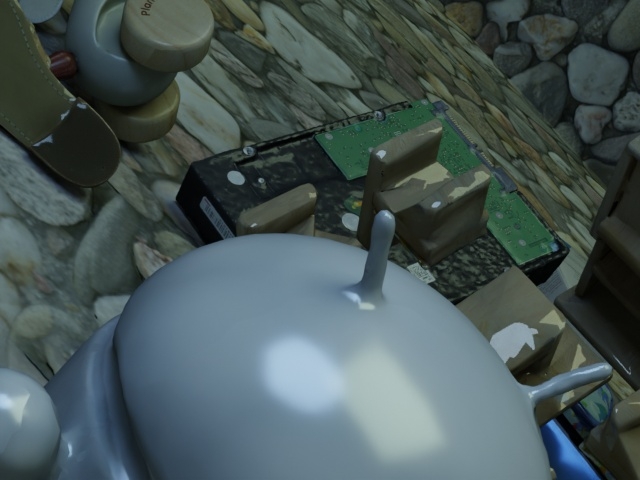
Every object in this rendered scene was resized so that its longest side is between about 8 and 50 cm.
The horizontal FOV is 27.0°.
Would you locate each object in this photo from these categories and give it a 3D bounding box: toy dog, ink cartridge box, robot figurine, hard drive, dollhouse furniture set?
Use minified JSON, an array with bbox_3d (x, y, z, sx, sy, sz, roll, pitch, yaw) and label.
[{"bbox_3d":[-0.227,-0.238,1.258,0.161,0.220,0.334,-7,39,-27],"label":"toy dog"},{"bbox_3d":[0.348,0.084,1.885,0.148,0.086,0.203,38,21,-22],"label":"ink cartridge box"},{"bbox_3d":[-0.049,0.138,0.539,0.300,0.353,0.200,26,26,-42],"label":"robot figurine"},{"bbox_3d":[0.057,-0.013,1.305,0.339,0.064,0.237,-21,64,-39],"label":"hard drive"},{"bbox_3d":[0.178,0.100,1.099,0.394,0.256,0.362,-28,61,-24],"label":"dollhouse furniture set"}]

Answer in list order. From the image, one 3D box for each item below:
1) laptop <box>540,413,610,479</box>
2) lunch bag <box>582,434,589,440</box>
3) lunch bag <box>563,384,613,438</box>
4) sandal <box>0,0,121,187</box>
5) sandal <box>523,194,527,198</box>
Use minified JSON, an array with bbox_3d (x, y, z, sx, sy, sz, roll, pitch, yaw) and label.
[{"bbox_3d":[0.127,0.209,1.091,0.234,0.136,0.264,52,18,21],"label":"laptop"},{"bbox_3d":[0.350,0.264,1.268,0.169,0.235,0.287,55,20,-5],"label":"lunch bag"},{"bbox_3d":[0.242,0.141,1.548,0.219,0.090,0.176,49,16,9],"label":"lunch bag"},{"bbox_3d":[-0.265,-0.138,1.132,0.240,0.088,0.079,50,-13,-8],"label":"sandal"},{"bbox_3d":[0.153,0.004,1.601,0.169,0.102,0.416,4,10,15],"label":"sandal"}]
